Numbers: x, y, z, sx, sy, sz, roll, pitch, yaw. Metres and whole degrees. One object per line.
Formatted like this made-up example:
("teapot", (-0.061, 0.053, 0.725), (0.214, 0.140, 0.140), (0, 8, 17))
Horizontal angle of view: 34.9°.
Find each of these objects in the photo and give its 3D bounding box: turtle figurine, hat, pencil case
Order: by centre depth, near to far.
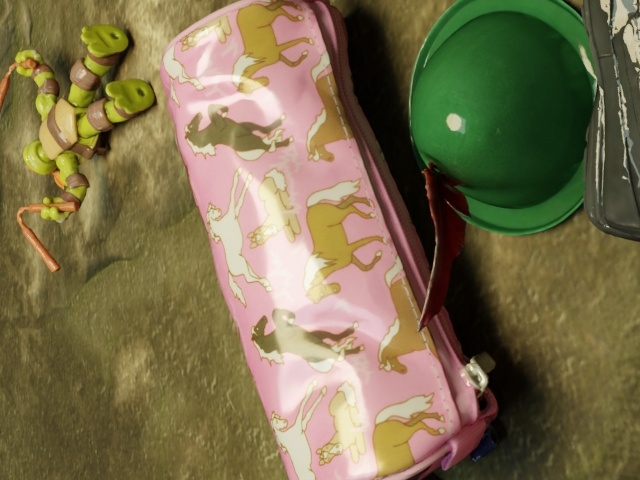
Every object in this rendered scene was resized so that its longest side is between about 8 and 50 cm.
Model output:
("hat", (0.071, -0.077, 0.648), (0.208, 0.183, 0.173), (30, 118, 43))
("pencil case", (0.000, 0.000, 0.768), (0.160, 0.167, 0.386), (87, 162, -74))
("turtle figurine", (-0.267, -0.118, 1.114), (0.217, 0.087, 0.269), (-36, 60, 38))

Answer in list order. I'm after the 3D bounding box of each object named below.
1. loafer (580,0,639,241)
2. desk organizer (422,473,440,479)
("loafer", (0.197, -0.108, 0.585), (0.078, 0.076, 0.223), (8, 107, 43))
("desk organizer", (0.061, 0.207, 0.814), (0.130, 0.047, 0.050), (31, 121, 43))
